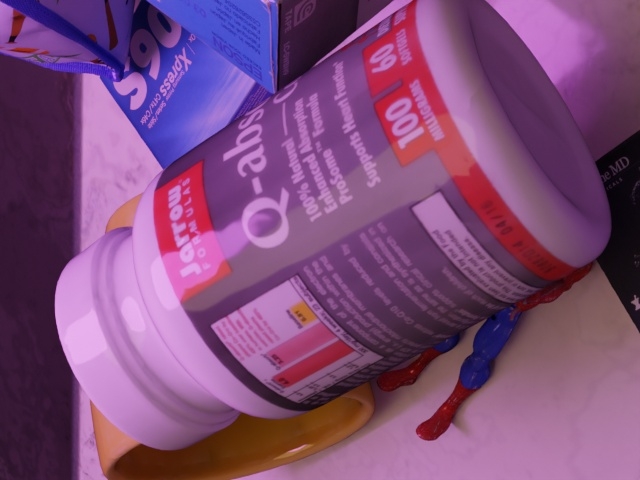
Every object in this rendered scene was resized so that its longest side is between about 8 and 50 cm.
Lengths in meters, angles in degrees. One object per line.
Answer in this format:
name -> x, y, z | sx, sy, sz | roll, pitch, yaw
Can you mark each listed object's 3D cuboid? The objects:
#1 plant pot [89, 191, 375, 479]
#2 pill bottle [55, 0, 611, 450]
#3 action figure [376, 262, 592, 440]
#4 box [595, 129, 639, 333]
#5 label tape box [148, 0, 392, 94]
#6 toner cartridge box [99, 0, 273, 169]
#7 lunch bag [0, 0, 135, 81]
plant pot -> -0.101, 0.081, 1.173 | 0.254, 0.254, 0.239 | -39, 58, 41
pill bottle -> 0.000, 0.000, 0.885 | 0.363, 0.210, 0.210 | -31, 79, 23
action figure -> 0.123, 0.062, 1.024 | 0.091, 0.139, 0.280 | 49, 126, 21
box -> 0.280, -0.014, 0.884 | 0.156, 0.093, 0.158 | -40, 72, 41
label tape box -> -0.005, -0.295, 0.955 | 0.240, 0.333, 0.106 | 38, 155, 21
toner cartridge box -> -0.075, -0.219, 1.170 | 0.165, 0.075, 0.348 | 52, 130, 19
lunch bag -> -0.285, -0.333, 1.043 | 0.239, 0.385, 0.328 | 6, 88, 5
